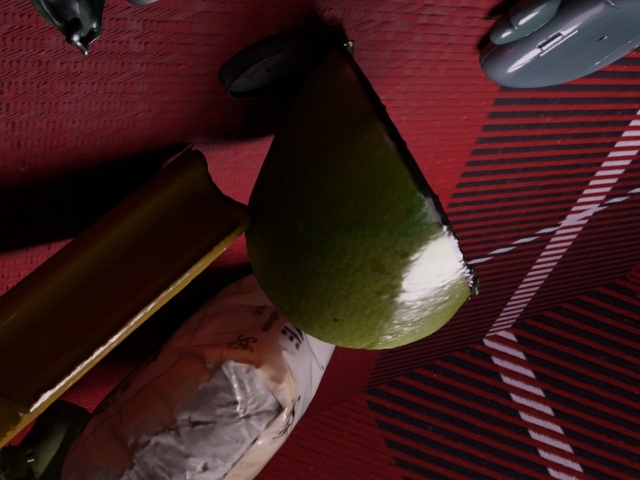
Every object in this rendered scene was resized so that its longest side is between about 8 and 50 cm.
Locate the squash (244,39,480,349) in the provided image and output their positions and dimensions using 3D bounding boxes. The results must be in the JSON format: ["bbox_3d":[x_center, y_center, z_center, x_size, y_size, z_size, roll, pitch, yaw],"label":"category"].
[{"bbox_3d":[0.057,-0.061,1.505,0.210,0.233,0.309,-18,159,-27],"label":"squash"}]

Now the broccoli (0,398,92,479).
[{"bbox_3d":[-0.378,0.364,2.140,0.277,0.338,0.317,-35,175,39],"label":"broccoli"}]

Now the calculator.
[{"bbox_3d":[0.258,-0.209,1.705,0.185,0.041,0.299,-33,166,27],"label":"calculator"}]

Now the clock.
[{"bbox_3d":[-0.045,-0.147,1.446,0.085,0.017,0.085,-25,167,-6],"label":"clock"}]

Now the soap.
[{"bbox_3d":[-0.220,0.064,1.539,0.324,0.096,0.204,-42,-178,-38],"label":"soap"}]

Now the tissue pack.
[{"bbox_3d":[-0.131,0.188,2.080,0.390,0.195,0.375,-46,-175,28],"label":"tissue pack"}]

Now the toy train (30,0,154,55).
[{"bbox_3d":[-0.096,-0.210,0.646,0.167,0.238,0.299,-26,164,3],"label":"toy train"}]
